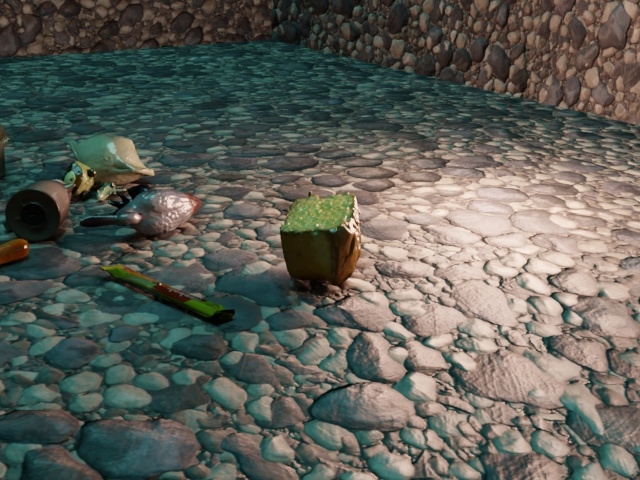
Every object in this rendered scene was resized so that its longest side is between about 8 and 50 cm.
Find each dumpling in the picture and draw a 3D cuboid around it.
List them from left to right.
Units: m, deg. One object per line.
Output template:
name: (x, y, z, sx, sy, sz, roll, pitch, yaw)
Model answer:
dumpling: (-0.473, -0.179, 2.108, 0.216, 0.126, 0.166, -7, -13, 27)

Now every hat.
hat: (-0.530, -0.131, 2.006, 0.059, 0.077, 0.076, 17, -22, 5)

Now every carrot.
carrot: (-0.597, 0.040, 1.608, 0.037, 0.037, 0.190, 15, 28, 31)

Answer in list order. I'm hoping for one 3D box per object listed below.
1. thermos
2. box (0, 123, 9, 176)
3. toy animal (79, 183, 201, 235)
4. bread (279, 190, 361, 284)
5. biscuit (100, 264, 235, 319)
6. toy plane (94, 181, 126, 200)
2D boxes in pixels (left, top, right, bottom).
thermos: (-0.567, -0.067, 1.819, 0.137, 0.105, 0.193, -29, 16, 6)
box: (-0.803, -0.191, 2.071, 0.148, 0.129, 0.210, 0, 20, -2)
toy animal: (-0.342, -0.054, 1.797, 0.195, 0.090, 0.324, -5, 11, -1)
bread: (0.000, 0.000, 1.608, 0.143, 0.139, 0.229, 2, 20, 7)
biscuit: (-0.261, 0.086, 1.520, 0.292, 0.026, 0.048, 18, 6, 36)
toy plane: (-0.476, -0.110, 2.017, 0.080, 0.033, 0.083, -3, 18, 21)
